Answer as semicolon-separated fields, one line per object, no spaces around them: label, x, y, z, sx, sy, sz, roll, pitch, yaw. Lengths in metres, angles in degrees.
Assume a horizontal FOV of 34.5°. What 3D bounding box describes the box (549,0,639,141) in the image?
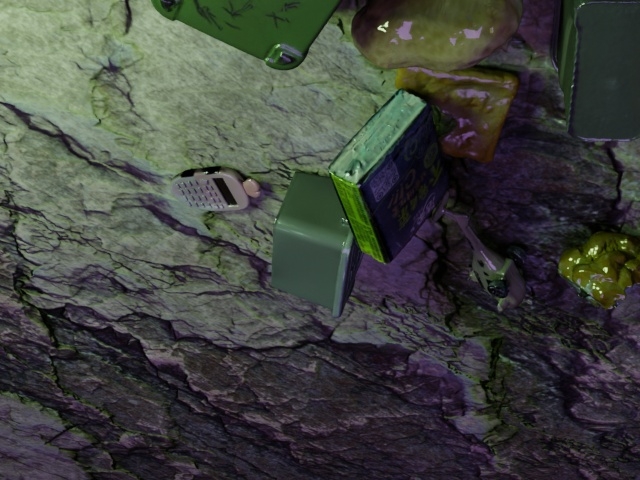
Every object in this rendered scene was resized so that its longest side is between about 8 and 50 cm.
box;0.350;-0.252;1.257;0.138;0.178;0.274;2;142;12

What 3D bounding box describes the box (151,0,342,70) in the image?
box;-0.051;-0.367;1.206;0.253;0.177;0.328;21;142;-16

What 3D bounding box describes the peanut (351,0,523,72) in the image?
peanut;0.149;-0.279;1.317;0.224;0.129;0.129;2;143;23

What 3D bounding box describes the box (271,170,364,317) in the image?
box;0.000;0.000;1.707;0.135;0.163;0.243;17;145;7

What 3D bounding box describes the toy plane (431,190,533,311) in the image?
toy plane;0.275;0.028;1.734;0.108;0.092;0.286;14;154;40

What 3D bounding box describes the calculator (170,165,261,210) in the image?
calculator;-0.175;-0.087;1.738;0.166;0.024;0.103;-2;141;21

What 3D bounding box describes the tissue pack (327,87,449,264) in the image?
tissue pack;0.106;-0.090;1.513;0.073;0.173;0.235;32;164;27

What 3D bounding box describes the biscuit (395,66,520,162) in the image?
biscuit;0.191;-0.189;1.497;0.174;0.039;0.183;7;142;3

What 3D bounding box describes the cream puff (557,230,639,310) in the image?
cream puff;0.470;0.044;1.681;0.156;0.156;0.121;-40;78;46
